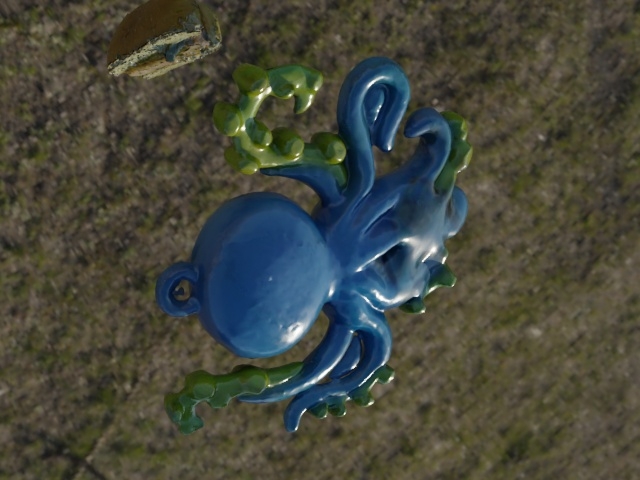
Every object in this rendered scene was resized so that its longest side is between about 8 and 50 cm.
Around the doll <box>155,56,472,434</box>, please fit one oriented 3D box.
[{"bbox_3d":[0.000,0.000,0.965,0.341,0.098,0.346,-14,115,-34],"label":"doll"}]

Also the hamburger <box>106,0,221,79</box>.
[{"bbox_3d":[-0.276,-0.362,1.818,0.124,0.262,0.131,-1,84,-43],"label":"hamburger"}]
